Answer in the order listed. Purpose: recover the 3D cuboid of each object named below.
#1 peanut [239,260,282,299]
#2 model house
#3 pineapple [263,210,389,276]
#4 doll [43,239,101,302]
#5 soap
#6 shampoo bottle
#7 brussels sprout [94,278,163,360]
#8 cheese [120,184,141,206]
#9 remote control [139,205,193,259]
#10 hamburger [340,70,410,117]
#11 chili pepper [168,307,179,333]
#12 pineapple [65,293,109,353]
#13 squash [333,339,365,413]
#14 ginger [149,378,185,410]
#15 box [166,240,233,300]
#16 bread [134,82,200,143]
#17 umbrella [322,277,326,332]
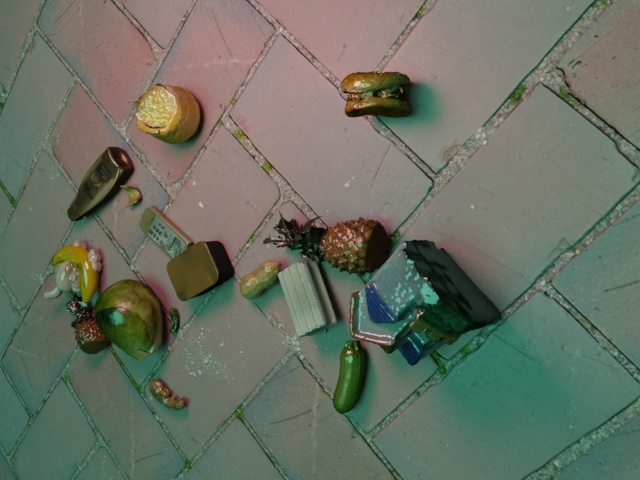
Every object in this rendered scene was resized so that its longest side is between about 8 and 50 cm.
[{"bbox_3d":[-0.181,0.117,1.690,0.187,0.082,0.082,-35,77,30],"label":"peanut"},{"bbox_3d":[0.195,0.188,1.342,0.329,0.295,0.251,-43,69,25],"label":"model house"},{"bbox_3d":[-0.002,0.001,1.525,0.365,0.165,0.165,8,99,32],"label":"pineapple"},{"bbox_3d":[-0.937,0.124,2.142,0.237,0.111,0.252,13,94,19],"label":"doll"},{"bbox_3d":[-0.038,0.163,1.595,0.119,0.067,0.198,-32,70,37],"label":"soap"},{"bbox_3d":[-0.814,-0.194,2.048,0.350,0.084,0.125,-37,78,30],"label":"shampoo bottle"},{"bbox_3d":[-0.644,0.268,1.928,0.219,0.210,0.271,-22,99,36],"label":"brussels sprout"},{"bbox_3d":[-0.669,-0.167,1.986,0.060,0.041,0.084,-23,98,38],"label":"cheese"},{"bbox_3d":[-0.528,-0.020,1.917,0.233,0.038,0.098,39,114,22],"label":"remote control"},{"bbox_3d":[0.144,-0.366,1.396,0.185,0.177,0.113,1,89,59],"label":"hamburger"},{"bbox_3d":[-0.505,0.275,1.941,0.030,0.034,0.091,-167,75,-64],"label":"chili pepper"},{"bbox_3d":[-0.897,0.311,2.148,0.251,0.125,0.125,50,118,29],"label":"pineapple"},{"bbox_3d":[0.081,0.380,1.564,0.077,0.068,0.219,14,101,35],"label":"squash"},{"bbox_3d":[-0.539,0.550,1.979,0.173,0.051,0.069,22,112,23],"label":"ginger"},{"bbox_3d":[-0.384,0.095,1.809,0.201,0.090,0.144,-31,79,30],"label":"box"},{"bbox_3d":[-0.483,-0.400,1.774,0.197,0.170,0.197,0,91,19],"label":"bread"},{"bbox_3d":[0.007,0.183,1.617,0.027,0.025,0.165,-3,92,59],"label":"umbrella"}]
